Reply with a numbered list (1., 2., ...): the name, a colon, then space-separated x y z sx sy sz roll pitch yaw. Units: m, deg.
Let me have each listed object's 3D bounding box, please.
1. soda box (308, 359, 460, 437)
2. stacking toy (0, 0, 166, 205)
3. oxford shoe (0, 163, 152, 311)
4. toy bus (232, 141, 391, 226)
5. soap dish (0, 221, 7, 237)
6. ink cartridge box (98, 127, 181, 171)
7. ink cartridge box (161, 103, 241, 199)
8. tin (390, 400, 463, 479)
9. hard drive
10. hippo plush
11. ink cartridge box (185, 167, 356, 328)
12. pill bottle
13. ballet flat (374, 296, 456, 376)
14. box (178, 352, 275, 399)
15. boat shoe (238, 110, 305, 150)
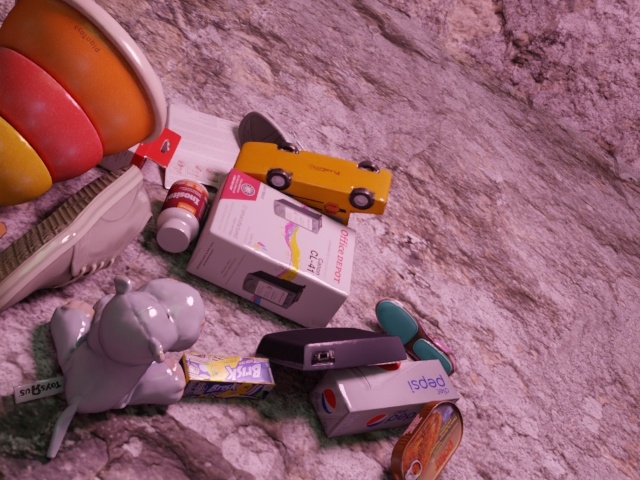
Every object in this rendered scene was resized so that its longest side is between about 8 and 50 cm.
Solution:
1. soda box: 0.125 0.298 1.638 0.286 0.091 0.098 2 47 -37
2. stacking toy: -0.536 -0.183 1.476 0.350 0.351 0.480 39 65 5
3. oxford shoe: -0.427 0.014 1.479 0.130 0.169 0.449 66 32 -20
4. toy bus: -0.023 -0.115 1.835 0.332 0.130 0.108 13 45 2
5. soap dish: -0.630 -0.034 1.283 0.291 0.229 0.118 47 16 4
6. ink cartridge box: -0.419 -0.212 1.781 0.231 0.078 0.134 27 38 -12
7. ink cartridge box: -0.268 -0.182 1.912 0.180 0.056 0.225 14 60 -27
8. tin: 0.198 0.379 1.587 0.190 0.040 0.106 -45 111 -33
9. hard drive: 0.022 0.201 1.612 0.254 0.172 0.054 1 93 -40
10. hippo plush: -0.316 0.139 1.340 0.294 0.237 0.234 -15 59 -47
11. ink cartridge box: -0.092 0.018 1.745 0.306 0.131 0.226 25 37 -12
12. pill bottle: -0.277 -0.048 1.707 0.086 0.086 0.152 25 37 -14
13. ballet flat: 0.204 0.203 1.835 0.221 0.077 0.079 43 18 2
14. box: -0.167 0.239 1.502 0.168 0.054 0.059 10 44 -32
15. boat shoe: -0.066 -0.161 1.968 0.320 0.118 0.103 49 23 0
